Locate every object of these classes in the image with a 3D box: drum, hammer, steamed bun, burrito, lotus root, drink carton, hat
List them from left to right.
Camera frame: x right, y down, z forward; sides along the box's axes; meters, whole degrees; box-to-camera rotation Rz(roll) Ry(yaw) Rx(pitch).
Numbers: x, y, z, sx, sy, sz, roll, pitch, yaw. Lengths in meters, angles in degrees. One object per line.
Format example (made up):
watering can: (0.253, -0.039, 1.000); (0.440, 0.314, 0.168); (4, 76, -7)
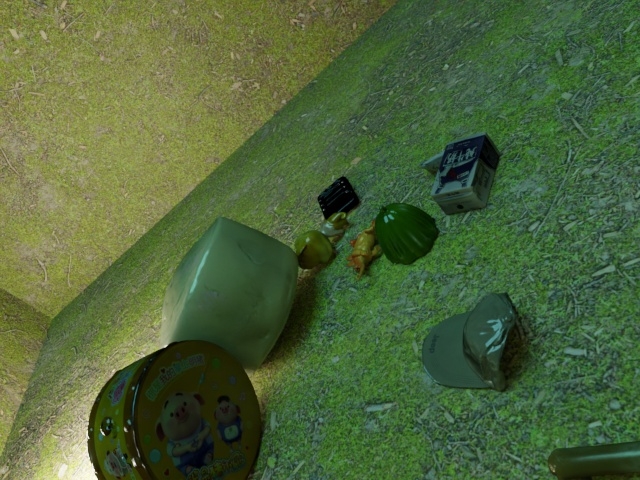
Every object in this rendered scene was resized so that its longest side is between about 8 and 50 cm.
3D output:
drum: (-0.370, 0.488, 1.371); (0.214, 0.431, 0.431); (-27, 35, 31)
steamed bun: (-0.273, 0.171, 1.612); (0.290, 0.371, 0.455); (-10, 58, 62)
lotus root: (0.224, -0.047, 1.511); (0.186, 0.186, 0.186); (-32, 33, 24)
burrito: (0.415, -0.272, 1.651); (0.203, 0.064, 0.064); (-27, 35, 26)
hat: (0.316, 0.209, 1.131); (0.245, 0.149, 0.214); (-9, 45, 32)
drink carton: (0.423, -0.193, 1.510); (0.134, 0.102, 0.222); (-8, 48, 44)
hammer: (0.496, 0.329, 0.787); (0.306, 0.113, 0.201); (-30, 30, 36)

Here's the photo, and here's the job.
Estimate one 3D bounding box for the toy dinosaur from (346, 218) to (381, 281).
toy dinosaur: (0.130, 0.039, 1.629); (0.117, 0.070, 0.288); (-31, 28, 45)

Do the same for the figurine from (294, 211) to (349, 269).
figurine: (0.000, 0.000, 1.796); (0.156, 0.131, 0.246); (27, 62, 24)

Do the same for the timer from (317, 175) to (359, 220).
timer: (0.067, -0.152, 1.956); (0.144, 0.055, 0.187); (-40, 34, 15)
